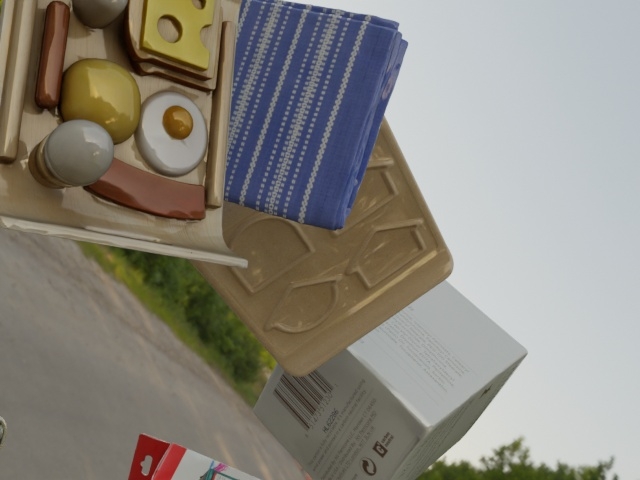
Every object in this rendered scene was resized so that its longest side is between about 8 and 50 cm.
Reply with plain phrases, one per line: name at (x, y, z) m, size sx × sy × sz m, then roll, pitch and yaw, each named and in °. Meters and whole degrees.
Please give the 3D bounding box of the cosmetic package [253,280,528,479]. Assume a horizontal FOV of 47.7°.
cosmetic package at (0.144, 0.291, 1.497) m, size 0.327 × 0.394 × 0.329 m, roll 42°, pitch -53°, yaw 24°

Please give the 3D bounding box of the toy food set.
toy food set at (-0.144, -0.140, 0.604) m, size 0.092 × 0.220 × 0.306 m, roll -6°, pitch -104°, yaw 48°

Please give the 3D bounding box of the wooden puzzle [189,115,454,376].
wooden puzzle at (0.000, 0.000, 1.056) m, size 0.348 × 0.322 × 0.080 m, roll 57°, pitch -2°, yaw -36°

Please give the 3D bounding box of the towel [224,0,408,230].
towel at (-0.089, -0.164, 0.836) m, size 0.336 × 0.243 × 0.040 m, roll 17°, pitch -4°, yaw 18°

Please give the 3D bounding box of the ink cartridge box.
ink cartridge box at (-0.176, 0.380, 1.030) m, size 0.078 × 0.231 × 0.134 m, roll -66°, pitch 176°, yaw -58°

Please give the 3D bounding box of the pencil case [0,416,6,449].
pencil case at (-0.877, 0.378, 1.583) m, size 0.410 × 0.160 × 0.183 m, roll 23°, pitch -33°, yaw 18°
